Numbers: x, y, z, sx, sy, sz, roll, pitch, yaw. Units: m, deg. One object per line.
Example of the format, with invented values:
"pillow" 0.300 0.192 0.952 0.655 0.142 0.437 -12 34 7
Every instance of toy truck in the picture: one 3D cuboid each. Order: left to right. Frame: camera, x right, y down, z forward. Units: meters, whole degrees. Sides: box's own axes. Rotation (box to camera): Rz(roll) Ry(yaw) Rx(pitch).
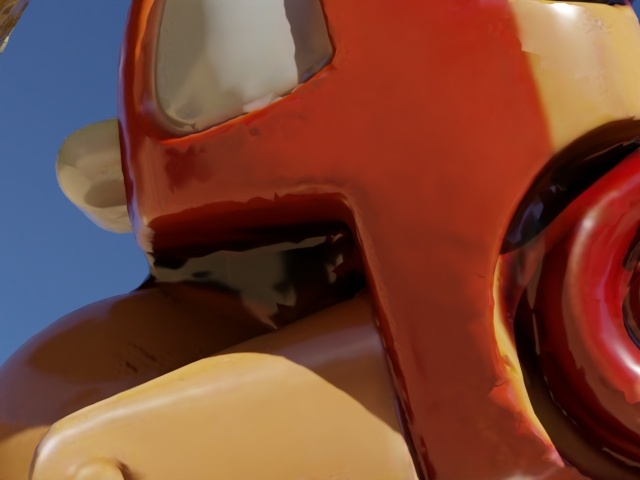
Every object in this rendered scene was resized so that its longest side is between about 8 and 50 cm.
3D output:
"toy truck" 0.000 0.000 0.442 0.239 0.265 0.189 -14 -10 -1

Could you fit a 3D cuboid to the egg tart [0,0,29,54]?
"egg tart" -0.121 -0.152 0.450 0.095 0.279 0.279 16 -24 -25
